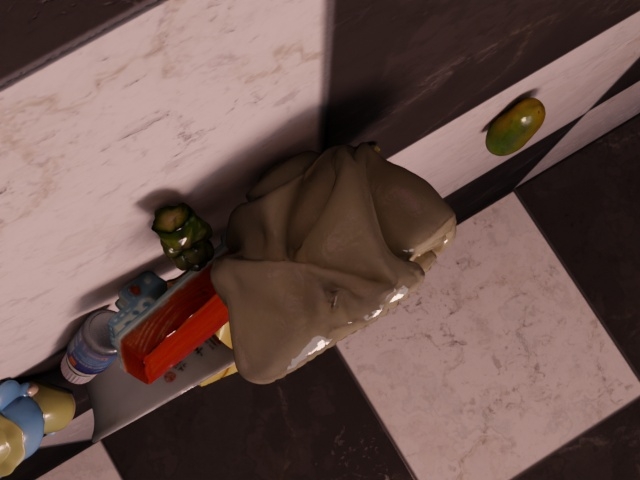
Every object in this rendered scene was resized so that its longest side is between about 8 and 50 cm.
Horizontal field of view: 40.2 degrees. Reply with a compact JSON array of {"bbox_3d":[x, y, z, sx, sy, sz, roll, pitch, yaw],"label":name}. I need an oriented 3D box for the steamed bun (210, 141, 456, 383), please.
[{"bbox_3d":[0.000,0.000,1.260,0.368,0.255,0.342,-30,-173,17],"label":"steamed bun"}]

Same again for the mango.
[{"bbox_3d":[0.436,-0.251,1.928,0.122,0.085,0.191,-23,169,-29],"label":"mango"}]

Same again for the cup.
[{"bbox_3d":[-0.342,0.256,1.786,0.347,0.163,0.347,-30,175,-3],"label":"cup"}]

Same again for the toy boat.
[{"bbox_3d":[-0.211,0.078,1.438,0.332,0.133,0.145,-40,157,-27],"label":"toy boat"}]

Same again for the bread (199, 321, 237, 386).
[{"bbox_3d":[-0.198,0.199,2.012,0.264,0.163,0.168,-38,169,32],"label":"bread"}]

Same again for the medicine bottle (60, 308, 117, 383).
[{"bbox_3d":[-0.399,0.191,1.530,0.083,0.083,0.203,-25,170,-37],"label":"medicine bottle"}]

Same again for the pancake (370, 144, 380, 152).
[{"bbox_3d":[0.055,-0.134,1.489,0.108,0.017,0.108,-31,172,-5],"label":"pancake"}]

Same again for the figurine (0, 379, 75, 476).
[{"bbox_3d":[-0.563,0.346,1.621,0.180,0.154,0.262,-45,165,10],"label":"figurine"}]

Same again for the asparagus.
[{"bbox_3d":[-0.187,-0.004,1.211,0.080,0.080,0.287,-30,166,-9],"label":"asparagus"}]

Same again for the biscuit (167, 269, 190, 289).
[{"bbox_3d":[-0.249,0.095,1.640,0.302,0.049,0.197,-32,169,8],"label":"biscuit"}]
